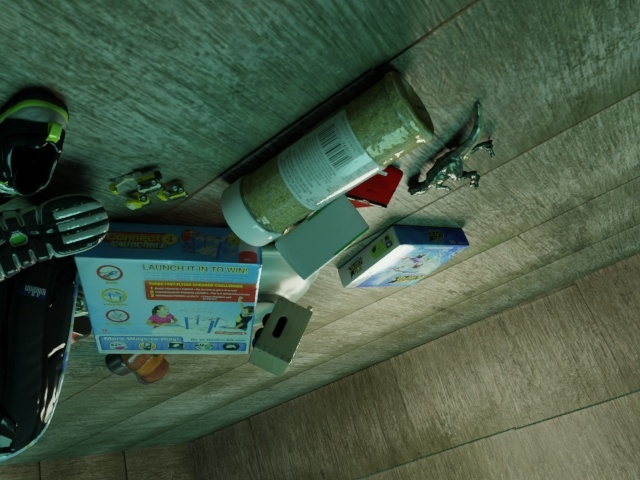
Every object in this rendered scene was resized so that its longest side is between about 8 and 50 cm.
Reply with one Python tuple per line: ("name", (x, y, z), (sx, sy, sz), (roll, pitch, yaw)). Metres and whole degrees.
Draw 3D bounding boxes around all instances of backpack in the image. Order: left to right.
("backpack", (-0.537, 0.174, 0.827), (0.273, 0.355, 0.290), (-31, 153, 28))

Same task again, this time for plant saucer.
("plant saucer", (-0.190, 0.133, 1.244), (0.401, 0.100, 0.400), (-11, 157, -5))

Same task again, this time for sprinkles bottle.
("sprinkles bottle", (0.003, -0.120, 0.849), (0.356, 0.121, 0.121), (-30, 153, 26))

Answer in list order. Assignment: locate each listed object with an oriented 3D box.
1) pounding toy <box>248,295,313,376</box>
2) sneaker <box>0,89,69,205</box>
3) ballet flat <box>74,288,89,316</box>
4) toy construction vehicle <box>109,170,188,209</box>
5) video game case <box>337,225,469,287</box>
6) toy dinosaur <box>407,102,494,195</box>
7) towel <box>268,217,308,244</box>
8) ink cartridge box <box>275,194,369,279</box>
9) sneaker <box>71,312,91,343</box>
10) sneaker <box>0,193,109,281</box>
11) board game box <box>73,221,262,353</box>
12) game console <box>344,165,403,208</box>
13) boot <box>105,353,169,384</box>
("pounding toy", (-0.091, 0.205, 1.201), (0.094, 0.181, 0.206), (26, 150, 0))
("sneaker", (-0.395, -0.092, 0.669), (0.235, 0.097, 0.084), (-35, 150, 33))
("ballet flat", (-0.523, 0.120, 1.071), (0.070, 0.070, 0.188), (-27, 154, 20))
("toy construction vehicle", (-0.276, -0.085, 0.852), (0.098, 0.035, 0.086), (-16, 167, 3))
("video game case", (0.224, 0.049, 1.429), (0.270, 0.061, 0.244), (2, 150, -36))
("toy dinosaur", (0.276, -0.155, 1.038), (0.118, 0.064, 0.268), (3, 146, -25))
("towel", (-0.091, -0.008, 1.137), (0.110, 0.027, 0.148), (3, 149, -36))
("ink cartridge box", (0.000, 0.000, 1.011), (0.153, 0.086, 0.208), (-39, 178, -4))
("sneaker", (-0.620, 0.182, 1.105), (0.145, 0.090, 0.270), (-23, 158, 5))
("sneaker", (-0.451, 0.002, 0.765), (0.282, 0.106, 0.162), (-13, -170, -19))
("board game box", (-0.278, 0.104, 1.013), (0.309, 0.086, 0.301), (3, 137, -11))
("game console", (0.072, -0.112, 1.044), (0.144, 0.085, 0.124), (9, 113, -46))
("boot", (-0.431, 0.306, 1.540), (0.281, 0.096, 0.264), (-28, 147, 5))
